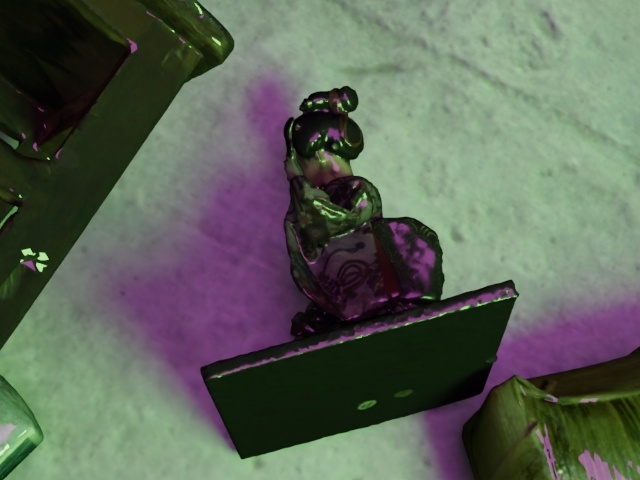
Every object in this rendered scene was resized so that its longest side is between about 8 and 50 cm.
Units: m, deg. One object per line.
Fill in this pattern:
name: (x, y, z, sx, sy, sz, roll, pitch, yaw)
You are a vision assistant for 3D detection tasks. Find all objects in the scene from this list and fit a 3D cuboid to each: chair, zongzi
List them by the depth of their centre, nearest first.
chair: (-0.159, -0.129, 0.468, 0.203, 0.240, 0.416, 40, 65, -18)
zongzi: (0.234, 0.185, 0.528, 0.250, 0.125, 0.274, -14, 66, -7)

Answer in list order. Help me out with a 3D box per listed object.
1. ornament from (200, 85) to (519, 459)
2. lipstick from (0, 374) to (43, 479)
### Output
ornament: (0.000, 0.000, 0.560, 0.153, 0.166, 0.196, -13, 63, -5)
lipstick: (-0.267, 0.174, 0.487, 0.076, 0.077, 0.290, 42, 71, 5)
